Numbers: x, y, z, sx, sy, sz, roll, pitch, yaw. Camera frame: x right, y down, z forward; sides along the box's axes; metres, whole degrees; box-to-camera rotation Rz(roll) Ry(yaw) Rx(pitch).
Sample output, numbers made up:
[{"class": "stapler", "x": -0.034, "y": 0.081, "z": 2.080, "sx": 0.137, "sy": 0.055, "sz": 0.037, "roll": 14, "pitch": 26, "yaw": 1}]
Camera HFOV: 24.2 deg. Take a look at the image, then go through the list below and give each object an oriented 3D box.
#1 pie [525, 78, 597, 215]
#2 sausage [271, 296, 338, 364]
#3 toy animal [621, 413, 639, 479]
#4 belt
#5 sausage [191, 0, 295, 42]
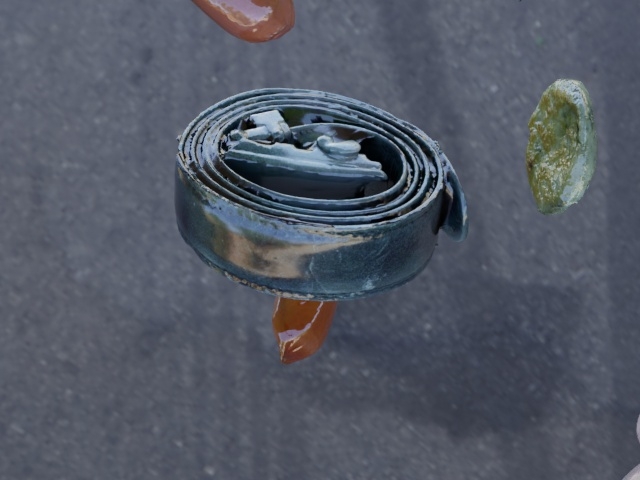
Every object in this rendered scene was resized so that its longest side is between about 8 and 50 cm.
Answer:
[{"class": "pie", "x": 0.317, "y": -0.121, "z": 1.963, "sx": 0.187, "sy": 0.041, "sz": 0.186, "roll": -174, "pitch": 90, "yaw": -75}, {"class": "sausage", "x": 0.000, "y": 0.000, "z": 2.006, "sx": 0.094, "sy": 0.097, "sz": 0.348, "roll": 7, "pitch": 74, "yaw": 10}, {"class": "toy animal", "x": 0.188, "y": 0.160, "z": 0.809, "sx": 0.124, "sy": 0.124, "sz": 0.212, "roll": -17, "pitch": 55, "yaw": 24}, {"class": "belt", "x": 0.001, "y": -0.038, "z": 1.325, "sx": 0.268, "sy": 0.116, "sz": 0.206, "roll": 14, "pitch": 40, "yaw": 12}, {"class": "sausage", "x": -0.100, "y": -0.242, "z": 1.277, "sx": 0.194, "sy": 0.077, "sz": 0.077, "roll": 41, "pitch": 87, "yaw": 3}]
